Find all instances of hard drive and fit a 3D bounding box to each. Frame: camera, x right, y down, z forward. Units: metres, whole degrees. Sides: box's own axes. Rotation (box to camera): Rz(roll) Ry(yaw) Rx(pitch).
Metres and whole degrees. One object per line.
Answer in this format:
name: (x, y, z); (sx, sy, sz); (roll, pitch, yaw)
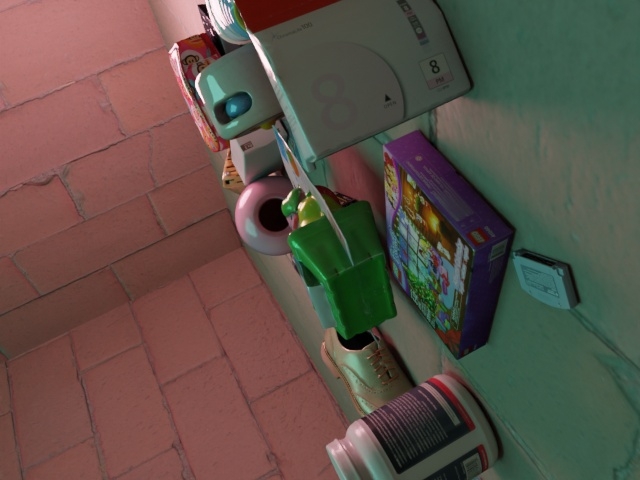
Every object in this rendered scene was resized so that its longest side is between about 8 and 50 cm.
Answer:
hard drive: (-0.242, -0.478, 1.567); (0.172, 0.054, 0.255); (55, 166, 38)

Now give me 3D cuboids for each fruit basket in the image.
fruit basket: (0.000, 0.000, 1.122); (0.353, 0.165, 0.327); (51, 166, 41)

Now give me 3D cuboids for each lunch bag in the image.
lunch bag: (-0.299, -0.378, 1.577); (0.293, 0.120, 0.258); (67, 165, -13)

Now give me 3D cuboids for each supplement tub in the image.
supplement tub: (0.167, 0.389, 1.104); (0.191, 0.272, 0.191); (60, 168, 22)

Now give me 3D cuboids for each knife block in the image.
knife block: (-0.197, -0.167, 1.736); (0.276, 0.088, 0.242); (-91, -10, -48)

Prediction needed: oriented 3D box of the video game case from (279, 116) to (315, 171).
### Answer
video game case: (-0.083, -0.272, 1.392); (0.201, 0.023, 0.183); (48, 161, 54)

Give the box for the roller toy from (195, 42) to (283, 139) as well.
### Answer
roller toy: (-0.129, -0.281, 1.148); (0.146, 0.191, 0.209); (64, 168, -8)

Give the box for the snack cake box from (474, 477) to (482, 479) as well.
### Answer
snack cake box: (0.326, 0.658, 1.300); (0.089, 0.152, 0.264); (48, 160, 55)

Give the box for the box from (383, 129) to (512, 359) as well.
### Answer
box: (0.165, 0.017, 0.838); (0.201, 0.057, 0.293); (57, 167, 35)

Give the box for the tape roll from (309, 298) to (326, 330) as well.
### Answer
tape roll: (0.037, 0.210, 1.801); (0.219, 0.072, 0.219); (58, 167, 22)

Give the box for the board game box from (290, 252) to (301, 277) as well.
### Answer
board game box: (-0.053, 0.043, 1.904); (0.208, 0.056, 0.347); (50, 162, 36)

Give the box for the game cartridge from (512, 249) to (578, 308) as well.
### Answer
game cartridge: (0.244, 0.044, 0.652); (0.083, 0.017, 0.056); (34, 145, 68)

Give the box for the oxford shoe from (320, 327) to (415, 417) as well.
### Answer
oxford shoe: (0.133, 0.329, 1.452); (0.397, 0.140, 0.147); (39, 140, 36)

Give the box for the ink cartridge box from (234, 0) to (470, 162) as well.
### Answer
ink cartridge box: (0.024, -0.221, 0.609); (0.232, 0.189, 0.066); (66, 168, -10)

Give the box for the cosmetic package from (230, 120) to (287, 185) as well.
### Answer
cosmetic package: (-0.153, -0.223, 1.459); (0.085, 0.117, 0.231); (60, 167, 10)

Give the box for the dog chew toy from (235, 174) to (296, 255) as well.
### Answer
dog chew toy: (-0.122, -0.064, 1.615); (0.207, 0.206, 0.332); (64, 176, -2)

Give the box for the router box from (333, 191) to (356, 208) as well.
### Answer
router box: (0.051, -0.048, 1.251); (0.092, 0.038, 0.122); (68, 168, -18)

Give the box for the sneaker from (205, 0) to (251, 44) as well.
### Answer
sneaker: (-0.146, -0.482, 0.984); (0.208, 0.127, 0.319); (38, 155, 57)
